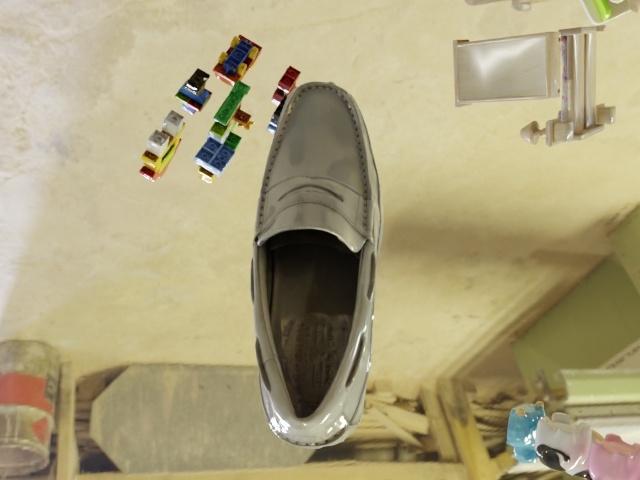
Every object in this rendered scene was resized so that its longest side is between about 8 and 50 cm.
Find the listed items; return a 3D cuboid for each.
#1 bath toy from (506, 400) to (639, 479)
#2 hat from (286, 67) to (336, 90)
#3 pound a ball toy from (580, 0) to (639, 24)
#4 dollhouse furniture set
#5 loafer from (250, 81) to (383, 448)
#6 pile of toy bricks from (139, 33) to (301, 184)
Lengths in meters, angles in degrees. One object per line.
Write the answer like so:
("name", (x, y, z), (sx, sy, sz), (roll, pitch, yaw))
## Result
("bath toy", (0.470, 0.379, 1.011), (0.151, 0.129, 0.348), (0, -173, -32))
("hat", (0.032, -0.269, 1.466), (0.133, 0.331, 0.331), (-21, 144, 5))
("pound a ball toy", (0.551, -0.558, 1.152), (0.135, 0.319, 0.208), (-24, 175, 7))
("dollhouse furniture set", (0.406, -0.340, 1.146), (0.173, 0.304, 0.355), (8, -161, 40))
("loafer", (0.000, 0.000, 0.505), (0.111, 0.320, 0.111), (-2, 158, 2))
("pile of toy bricks", (-0.110, -0.126, 0.707), (0.118, 0.212, 0.105), (30, 146, -4))
